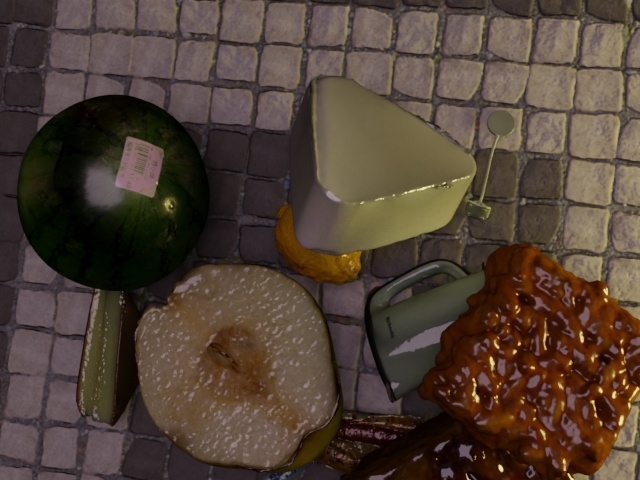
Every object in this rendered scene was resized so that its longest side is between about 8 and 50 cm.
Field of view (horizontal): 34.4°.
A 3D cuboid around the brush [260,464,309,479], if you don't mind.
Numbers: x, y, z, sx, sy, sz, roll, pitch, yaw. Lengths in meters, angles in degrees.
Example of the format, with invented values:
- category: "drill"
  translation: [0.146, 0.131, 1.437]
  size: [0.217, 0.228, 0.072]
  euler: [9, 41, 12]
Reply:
- category: "brush"
  translation: [-0.096, 0.441, 1.857]
  size: [0.178, 0.030, 0.033]
  euler: [-36, 91, 3]

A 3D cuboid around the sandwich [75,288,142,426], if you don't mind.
- category: "sandwich"
  translation: [-0.381, 0.202, 1.886]
  size: [0.094, 0.096, 0.258]
  euler: [8, 88, 15]

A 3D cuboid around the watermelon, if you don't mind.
- category: "watermelon"
  translation: [-0.355, -0.077, 1.778]
  size: [0.363, 0.363, 0.364]
  euler: [-1, 85, 8]

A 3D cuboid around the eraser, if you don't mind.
- category: "eraser"
  translation: [0.062, -0.142, 1.782]
  size: [0.331, 0.150, 0.331]
  euler: [12, 46, -13]

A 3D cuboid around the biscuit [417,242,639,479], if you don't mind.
- category: "biscuit"
  translation: [0.348, 0.193, 1.609]
  size: [0.318, 0.110, 0.312]
  euler: [34, 76, 0]

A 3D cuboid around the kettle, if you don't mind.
- category: "kettle"
  translation: [0.206, 0.140, 1.789]
  size: [0.255, 0.165, 0.240]
  euler: [-20, 53, 9]

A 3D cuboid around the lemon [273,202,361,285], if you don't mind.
- category: "lemon"
  translation: [0.000, 0.000, 1.825]
  size: [0.142, 0.142, 0.187]
  euler: [-44, 83, 2]

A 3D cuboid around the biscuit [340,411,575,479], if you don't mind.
- category: "biscuit"
  translation: [0.231, 0.461, 1.697]
  size: [0.395, 0.166, 0.343]
  euler: [-26, 95, -11]

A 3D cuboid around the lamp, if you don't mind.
- category: "lamp"
  translation: [0.304, -0.137, 1.856]
  size: [0.050, 0.056, 0.198]
  euler: [16, 76, 10]

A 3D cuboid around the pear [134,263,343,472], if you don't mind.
- category: "pear"
  translation: [-0.120, 0.230, 1.791]
  size: [0.340, 0.191, 0.386]
  euler: [-44, 68, -2]

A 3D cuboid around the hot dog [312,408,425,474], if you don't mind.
- category: "hot dog"
  translation: [0.081, 0.356, 1.817]
  size: [0.252, 0.069, 0.131]
  euler: [11, 84, 8]
